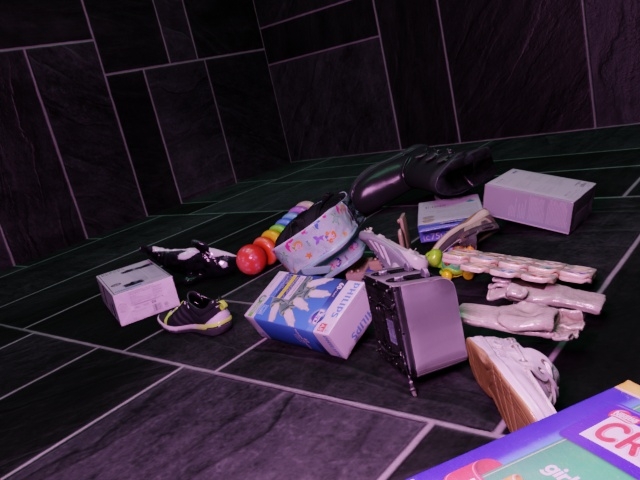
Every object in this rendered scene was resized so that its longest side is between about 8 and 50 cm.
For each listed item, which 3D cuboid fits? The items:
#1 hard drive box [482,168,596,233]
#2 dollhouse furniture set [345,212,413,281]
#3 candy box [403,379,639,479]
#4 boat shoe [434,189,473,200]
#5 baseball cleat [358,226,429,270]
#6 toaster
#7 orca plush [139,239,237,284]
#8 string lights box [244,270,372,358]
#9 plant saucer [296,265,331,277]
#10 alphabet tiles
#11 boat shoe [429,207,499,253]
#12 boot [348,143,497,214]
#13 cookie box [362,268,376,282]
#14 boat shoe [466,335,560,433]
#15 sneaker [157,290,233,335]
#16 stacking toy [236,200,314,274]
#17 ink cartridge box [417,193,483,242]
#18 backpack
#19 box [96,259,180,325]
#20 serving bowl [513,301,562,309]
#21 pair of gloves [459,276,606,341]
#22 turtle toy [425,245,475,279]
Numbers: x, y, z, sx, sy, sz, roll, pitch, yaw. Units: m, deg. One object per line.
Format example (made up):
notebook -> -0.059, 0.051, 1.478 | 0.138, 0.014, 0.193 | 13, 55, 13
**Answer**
hard drive box -> 0.574, -0.110, 1.605 | 0.232, 0.089, 0.181 | 18, 30, 36
dollhouse furniture set -> 0.142, 0.018, 1.538 | 0.151, 0.123, 0.144 | -8, 15, 18
candy box -> 0.248, 0.271, 0.518 | 0.317, 0.122, 0.268 | -16, 15, -16
boat shoe -> 0.446, -0.166, 2.048 | 0.095, 0.079, 0.254 | -14, 15, -2
baseball cleat -> 0.152, 0.045, 1.418 | 0.206, 0.109, 0.072 | 27, 1, 44
toaster -> 0.154, 0.136, 1.025 | 0.110, 0.185, 0.168 | -13, 7, -12
orca plush -> -0.392, 0.073, 1.792 | 0.287, 0.151, 0.102 | 16, 50, -9
string lights box -> -0.020, 0.143, 1.224 | 0.260, 0.076, 0.133 | 3, 47, 48
plant saucer -> -0.023, 0.079, 1.374 | 0.067, 0.018, 0.192 | -6, -10, -11
alphabet tiles -> 0.397, 0.048, 1.223 | 0.284, 0.021, 0.278 | 9, 8, 29
boat shoe -> 0.360, 0.000, 1.514 | 0.223, 0.080, 0.073 | -34, 65, -25
boot -> 0.312, -0.187, 1.993 | 0.367, 0.146, 0.445 | -38, 22, -7
cookie box -> 0.134, 0.108, 1.310 | 0.092, 0.040, 0.107 | 17, 21, 7
boat shoe -> 0.281, 0.190, 0.836 | 0.096, 0.098, 0.277 | -14, 14, 1
sneaker -> -0.296, 0.160, 1.436 | 0.235, 0.097, 0.084 | -3, 18, 34
stacking toy -> -0.126, 0.001, 1.837 | 0.141, 0.141, 0.330 | 2, 25, 44
ink cartridge box -> 0.376, -0.061, 1.755 | 0.186, 0.065, 0.311 | -9, 13, 12
backpack -> 0.000, 0.000, 1.550 | 0.225, 0.191, 0.253 | -33, 2, 19
box -> -0.521, 0.140, 1.724 | 0.169, 0.087, 0.290 | -19, 16, -23
serving bowl -> 0.391, 0.127, 1.101 | 0.083, 0.027, 0.083 | -2, 13, 0
pair of gloves -> 0.357, 0.107, 1.037 | 0.204, 0.042, 0.240 | 8, 17, 38
turtle toy -> 0.306, 0.048, 1.402 | 0.130, 0.066, 0.095 | -5, 16, 26
